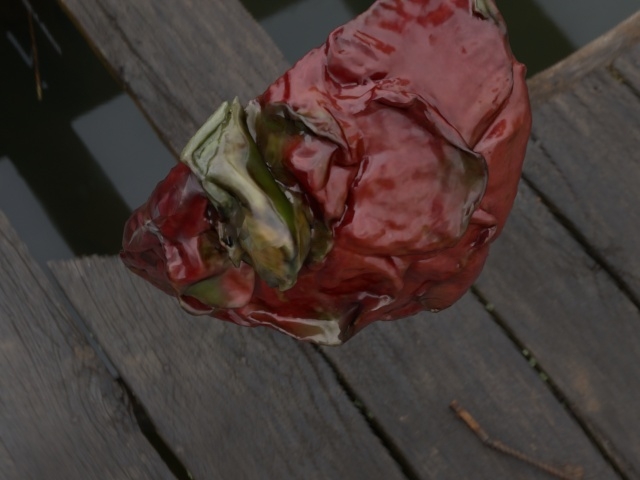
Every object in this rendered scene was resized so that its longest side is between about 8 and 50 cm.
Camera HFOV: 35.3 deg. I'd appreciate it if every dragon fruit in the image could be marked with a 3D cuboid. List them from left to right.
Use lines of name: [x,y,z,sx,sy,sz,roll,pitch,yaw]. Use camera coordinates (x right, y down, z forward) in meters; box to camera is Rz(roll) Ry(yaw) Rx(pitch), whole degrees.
dragon fruit: [0.000,0.000,0.622,0.205,0.317,0.152,-26,76,-39]
